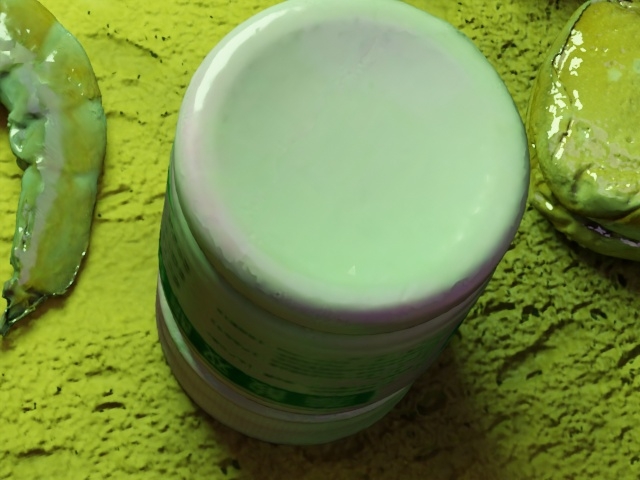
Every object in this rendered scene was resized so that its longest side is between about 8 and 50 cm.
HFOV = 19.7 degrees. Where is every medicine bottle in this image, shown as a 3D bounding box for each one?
[{"bbox_3d":[0.000,0.000,1.196,0.212,0.325,0.212,3,71,-8],"label":"medicine bottle"}]

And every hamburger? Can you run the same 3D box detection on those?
[{"bbox_3d":[0.254,-0.080,1.375,0.213,0.108,0.214,3,69,-8],"label":"hamburger"}]

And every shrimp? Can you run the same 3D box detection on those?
[{"bbox_3d":[-0.249,-0.092,1.343,0.185,0.068,0.287,-38,89,-15],"label":"shrimp"}]
